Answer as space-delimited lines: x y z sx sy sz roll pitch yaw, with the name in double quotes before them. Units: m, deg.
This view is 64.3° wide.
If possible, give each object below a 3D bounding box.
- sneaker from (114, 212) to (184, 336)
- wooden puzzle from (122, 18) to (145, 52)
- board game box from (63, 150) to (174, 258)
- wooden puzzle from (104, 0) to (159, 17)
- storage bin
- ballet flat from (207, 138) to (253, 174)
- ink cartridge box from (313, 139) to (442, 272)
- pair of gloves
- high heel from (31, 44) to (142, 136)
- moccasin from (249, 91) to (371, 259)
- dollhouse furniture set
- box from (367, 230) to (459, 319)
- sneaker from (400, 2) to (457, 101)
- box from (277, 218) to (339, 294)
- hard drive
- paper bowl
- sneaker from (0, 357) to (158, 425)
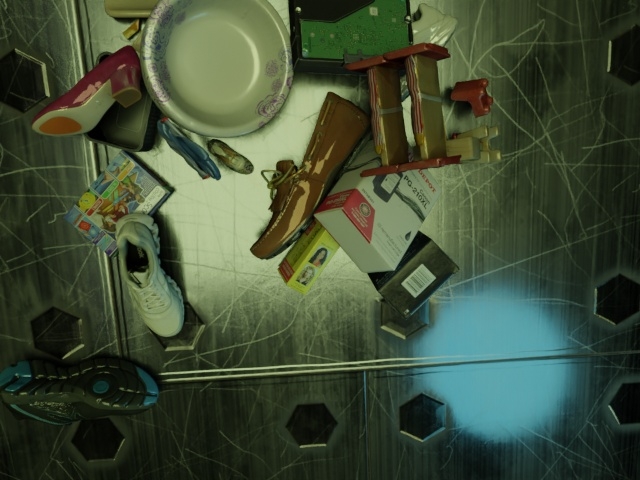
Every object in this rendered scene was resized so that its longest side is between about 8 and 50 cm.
"sneaker" -0.372 0.092 1.093 0.109 0.118 0.293 -17 113 -8
"wooden puzzle" -0.349 -0.415 1.066 0.116 0.014 0.078 43 100 -9
"board game box" -0.440 -0.079 1.113 0.136 0.035 0.201 43 96 -9
"wooden puzzle" -0.284 -0.624 0.995 0.321 0.080 0.349 -1 101 -2
"storage bin" -0.401 -0.282 1.053 0.121 0.084 0.180 15 100 -6
"ballet flat" -0.197 -0.179 1.104 0.114 0.041 0.041 34 97 -9
"ink cartridge box" 0.124 -0.079 1.036 0.172 0.100 0.237 49 59 -22
"pair of gloves" -0.267 -0.184 1.030 0.023 0.198 0.159 -47 111 -14
"high heel" -0.454 -0.289 0.983 0.243 0.082 0.117 -21 65 17
"moccasin" -0.044 -0.133 1.069 0.146 0.139 0.380 31 97 -7
"dollhouse furniture set" 0.218 -0.238 0.986 0.152 0.374 0.202 -3 97 35
"box" 0.194 0.066 1.107 0.156 0.158 0.093 -44 100 5
"sneaker" 0.180 -0.388 1.067 0.115 0.090 0.232 33 88 -2
"box" 0.000 0.000 1.118 0.058 0.087 0.232 31 100 -28
"hard drive" 0.053 -0.491 0.983 0.236 0.064 0.340 -3 84 -15
"paper bowl" -0.204 -0.346 0.994 0.283 0.148 0.285 -5 103 -21
"sneaker" -0.544 0.353 1.167 0.340 0.125 0.140 7 127 -6
